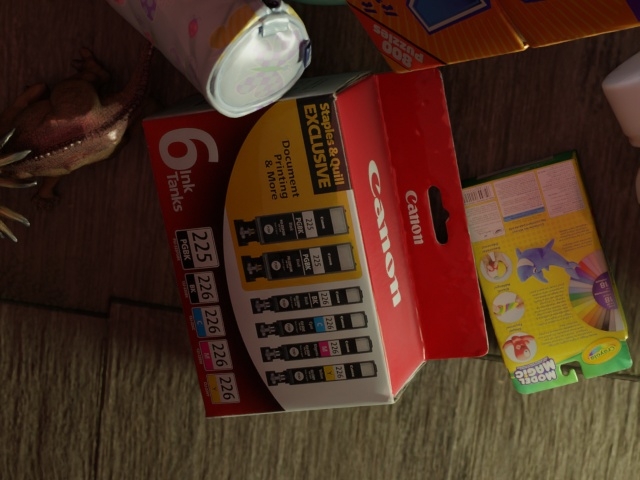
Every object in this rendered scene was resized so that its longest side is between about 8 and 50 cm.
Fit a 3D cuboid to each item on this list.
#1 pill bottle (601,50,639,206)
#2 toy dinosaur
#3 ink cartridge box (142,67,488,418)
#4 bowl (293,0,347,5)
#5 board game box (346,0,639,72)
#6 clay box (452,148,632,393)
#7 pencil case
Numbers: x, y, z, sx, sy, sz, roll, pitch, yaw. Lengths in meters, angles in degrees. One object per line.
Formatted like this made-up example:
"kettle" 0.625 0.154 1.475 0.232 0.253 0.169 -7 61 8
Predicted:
"pill bottle" 0.432 -0.017 1.695 0.224 0.224 0.392 -27 100 13
"toy dinosaur" -0.258 -0.099 1.784 0.295 0.200 0.127 -30 98 13
"ink cartridge box" 0.000 0.000 1.786 0.272 0.130 0.309 -7 103 21
"bowl" 0.000 -0.366 1.701 0.311 0.163 0.311 2 103 8
"board game box" 0.174 -0.398 1.462 0.356 0.356 0.356 -46 112 -27
"clay box" 0.224 0.033 1.824 0.127 0.053 0.222 -15 102 12
"pencil case" -0.127 -0.233 1.712 0.273 0.113 0.124 44 150 34
